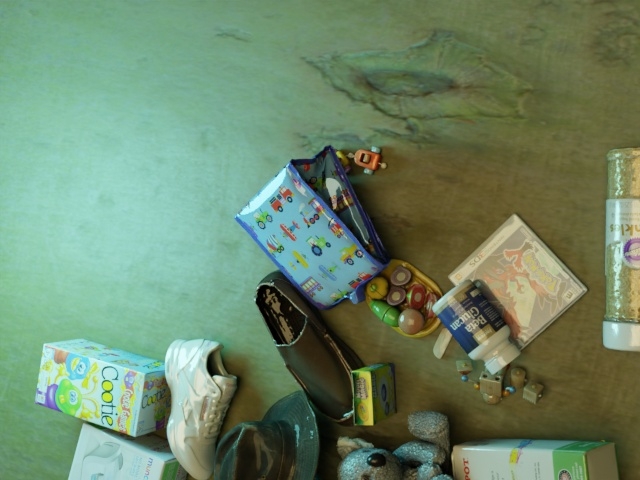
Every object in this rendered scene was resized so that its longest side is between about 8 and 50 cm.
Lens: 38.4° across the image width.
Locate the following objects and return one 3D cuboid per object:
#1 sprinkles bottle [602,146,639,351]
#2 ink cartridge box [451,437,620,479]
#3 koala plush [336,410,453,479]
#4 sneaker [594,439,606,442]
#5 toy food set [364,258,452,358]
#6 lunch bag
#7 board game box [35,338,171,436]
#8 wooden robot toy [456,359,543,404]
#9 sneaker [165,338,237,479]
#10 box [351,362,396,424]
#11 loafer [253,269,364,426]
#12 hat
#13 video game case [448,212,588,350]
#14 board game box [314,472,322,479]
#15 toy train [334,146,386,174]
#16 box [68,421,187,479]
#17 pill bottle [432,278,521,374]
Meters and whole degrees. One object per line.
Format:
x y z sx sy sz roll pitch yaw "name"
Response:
0.564 0.016 1.628 0.121 0.121 0.356 0 88 23 "sprinkles bottle"
0.388 0.464 1.649 0.278 0.117 0.201 -9 84 44 "ink cartridge box"
0.134 0.447 1.737 0.221 0.203 0.196 -3 53 2 "koala plush"
0.481 0.441 1.688 0.064 0.067 0.175 50 124 35 "sneaker"
0.172 0.126 1.819 0.218 0.071 0.128 36 102 20 "toy food set"
0.000 0.000 1.831 0.221 0.138 0.293 -40 81 45 "lunch bag"
-0.474 0.323 2.051 0.275 0.144 0.142 11 94 24 "board game box"
0.340 0.280 1.761 0.173 0.076 0.079 11 128 23 "wooden robot toy"
-0.250 0.360 1.970 0.152 0.114 0.305 -9 85 24 "sneaker"
0.102 0.297 1.786 0.043 0.179 0.105 -4 88 23 "box"
-0.035 0.225 1.873 0.134 0.130 0.366 -42 74 17 "loafer"
-0.135 0.440 1.829 0.134 0.331 0.331 21 100 -22 "hat"
0.374 0.082 1.760 0.183 0.023 0.201 -46 73 16 "video game case"
-0.061 0.621 1.771 0.079 0.336 0.254 32 97 -22 "board game box"
0.055 -0.126 1.889 0.125 0.046 0.166 25 98 22 "toy train"
-0.433 0.559 2.041 0.231 0.126 0.262 19 95 24 "box"
0.297 0.165 1.729 0.094 0.094 0.169 -42 77 17 "pill bottle"
